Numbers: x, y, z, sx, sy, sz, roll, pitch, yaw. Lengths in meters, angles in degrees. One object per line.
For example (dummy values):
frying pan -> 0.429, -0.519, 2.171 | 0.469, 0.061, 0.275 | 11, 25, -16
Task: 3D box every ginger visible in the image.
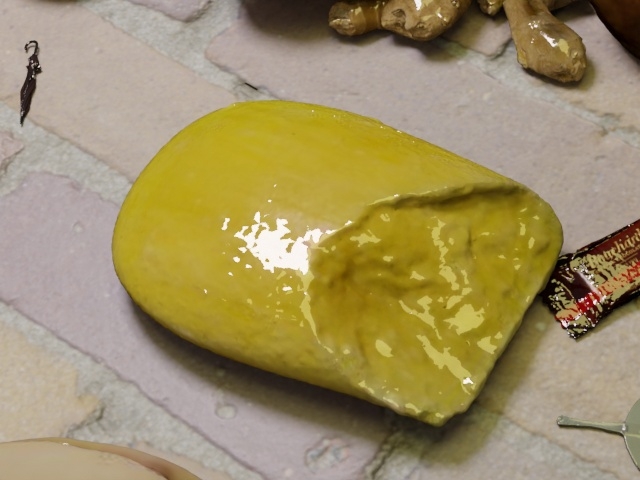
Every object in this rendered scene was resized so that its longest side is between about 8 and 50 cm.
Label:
ginger -> 0.251, -0.265, 1.905 | 0.133, 0.059, 0.214 | -25, 53, -7
ginger -> 0.092, -0.249, 1.905 | 0.165, 0.067, 0.096 | -18, 40, 5

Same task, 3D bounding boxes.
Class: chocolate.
chocolate -> 0.301, 0.025, 1.706 | 0.182, 0.028, 0.086 | -29, 62, -13

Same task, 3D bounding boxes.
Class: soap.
soap -> 0.000, -0.001, 1.700 | 0.427, 0.115, 0.306 | 19, 63, 21

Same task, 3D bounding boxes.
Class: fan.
fan -> 0.306, 0.178, 1.605 | 0.175, 0.005, 0.113 | 6, 55, 11

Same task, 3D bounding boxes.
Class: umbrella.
umbrella -> -0.323, -0.178, 1.927 | 0.022, 0.013, 0.122 | -11, 53, 12

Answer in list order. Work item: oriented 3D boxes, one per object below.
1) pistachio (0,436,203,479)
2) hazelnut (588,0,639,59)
pistachio -> -0.235, 0.340, 1.372 | 0.446, 0.281, 0.365 | -5, 81, 13
hazelnut -> 0.374, -0.307, 1.833 | 0.230, 0.229, 0.229 | -3, 53, 4
